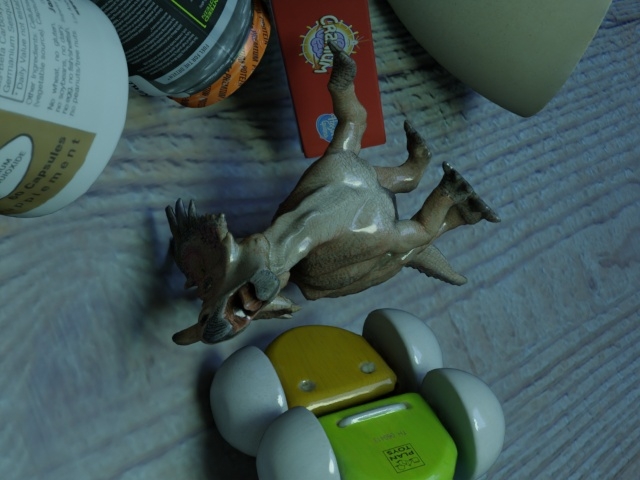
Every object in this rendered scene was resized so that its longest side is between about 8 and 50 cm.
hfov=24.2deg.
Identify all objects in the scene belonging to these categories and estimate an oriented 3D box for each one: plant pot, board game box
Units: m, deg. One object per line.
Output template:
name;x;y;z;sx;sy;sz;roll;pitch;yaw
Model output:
plant pot;0.149;-0.274;1.320;0.191;0.284;0.284;21;48;-7
board game box;-0.014;-0.246;1.036;0.316;0.064;0.242;78;4;-58

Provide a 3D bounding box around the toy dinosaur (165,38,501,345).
toy dinosaur;0.000;0.000;1.017;0.127;0.200;0.296;49;6;22

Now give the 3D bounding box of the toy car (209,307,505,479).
toy car;0.022;0.137;0.979;0.159;0.182;0.136;-13;122;-23

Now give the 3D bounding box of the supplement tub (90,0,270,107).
supplement tub;-0.124;-0.167;0.943;0.190;0.117;0.117;36;46;-43

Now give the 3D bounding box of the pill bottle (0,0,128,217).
pill bottle;-0.217;-0.090;0.746;0.229;0.131;0.131;13;64;-54
